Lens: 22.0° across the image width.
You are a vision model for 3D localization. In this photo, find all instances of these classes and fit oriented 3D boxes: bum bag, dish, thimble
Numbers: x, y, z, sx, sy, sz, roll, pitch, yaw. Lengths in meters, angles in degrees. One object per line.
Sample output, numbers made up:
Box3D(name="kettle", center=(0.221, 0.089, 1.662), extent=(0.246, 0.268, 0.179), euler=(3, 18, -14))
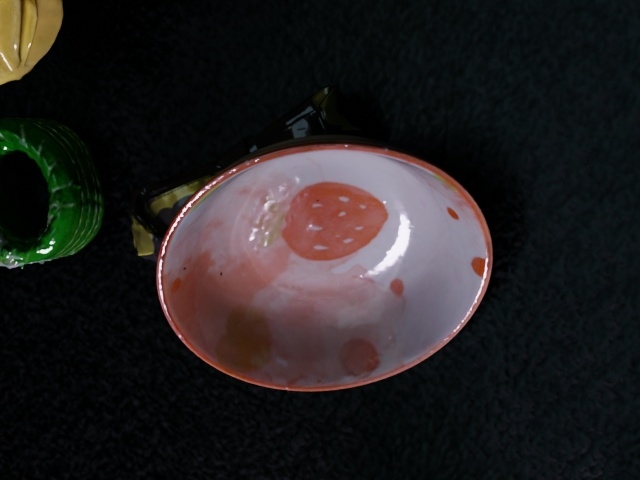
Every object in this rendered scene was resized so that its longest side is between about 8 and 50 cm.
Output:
Box3D(name="bum bag", center=(-0.057, -0.036, 1.360), extent=(0.232, 0.060, 0.107), euler=(-28, 102, 21))
Box3D(name="dish", center=(0.000, 0.000, 1.298), extent=(0.260, 0.085, 0.260), euler=(-3, 132, -4))
Box3D(name="thimble", center=(-0.250, -0.042, 1.421), extent=(0.118, 0.090, 0.130), euler=(-1, 94, 19))

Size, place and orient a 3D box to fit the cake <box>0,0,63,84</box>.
Box3D(name="cake", center=(-0.242, -0.290, 1.293), extent=(0.227, 0.222, 0.286), euler=(-32, 80, 52))
